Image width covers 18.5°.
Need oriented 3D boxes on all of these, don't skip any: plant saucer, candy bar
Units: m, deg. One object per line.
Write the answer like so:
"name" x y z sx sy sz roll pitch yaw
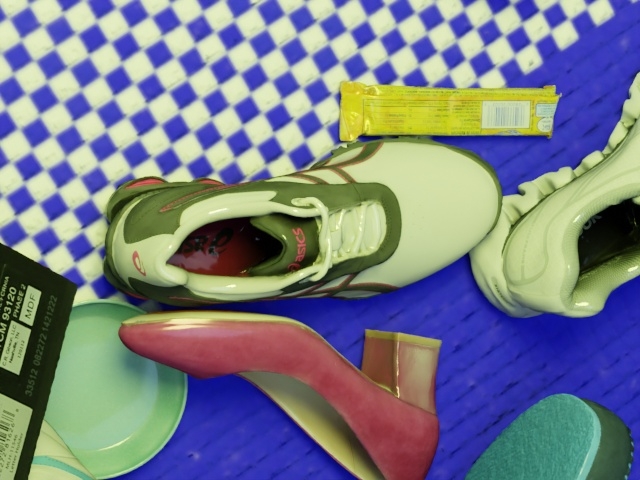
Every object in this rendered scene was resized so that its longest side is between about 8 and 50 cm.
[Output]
"plant saucer" -0.146 0.095 1.272 0.119 0.021 0.119 -3 99 -18
"candy bar" 0.089 -0.087 1.323 0.162 0.018 0.040 -1 103 -19

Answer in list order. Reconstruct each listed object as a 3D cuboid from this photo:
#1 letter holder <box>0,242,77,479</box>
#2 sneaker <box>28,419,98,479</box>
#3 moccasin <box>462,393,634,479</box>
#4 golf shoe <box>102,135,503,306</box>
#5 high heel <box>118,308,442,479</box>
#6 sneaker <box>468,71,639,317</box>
"letter holder" -0.301 0.138 1.140 0.152 0.214 0.301 34 64 -52
"sneaker" -0.139 0.207 1.244 0.087 0.092 0.229 -44 117 9
"moccasin" 0.128 0.263 1.352 0.117 0.137 0.342 21 106 -25
"golf shoe" 0.000 0.000 1.251 0.273 0.120 0.105 -10 101 -16
"high heel" -0.026 0.109 1.277 0.244 0.082 0.117 10 86 -37
"sneaker" 0.237 -0.048 1.328 0.292 0.118 0.110 -44 108 -9
